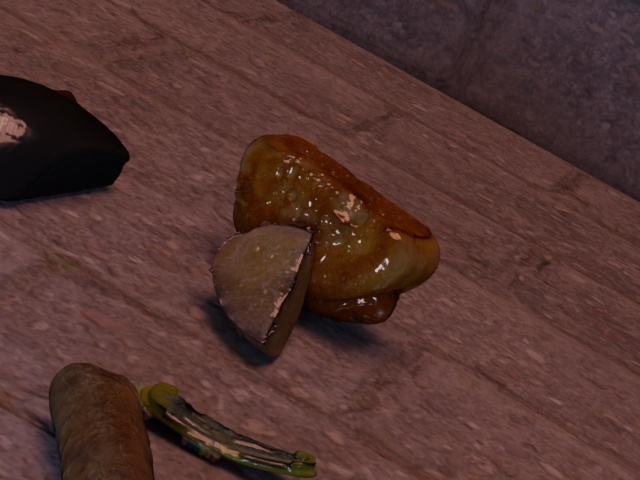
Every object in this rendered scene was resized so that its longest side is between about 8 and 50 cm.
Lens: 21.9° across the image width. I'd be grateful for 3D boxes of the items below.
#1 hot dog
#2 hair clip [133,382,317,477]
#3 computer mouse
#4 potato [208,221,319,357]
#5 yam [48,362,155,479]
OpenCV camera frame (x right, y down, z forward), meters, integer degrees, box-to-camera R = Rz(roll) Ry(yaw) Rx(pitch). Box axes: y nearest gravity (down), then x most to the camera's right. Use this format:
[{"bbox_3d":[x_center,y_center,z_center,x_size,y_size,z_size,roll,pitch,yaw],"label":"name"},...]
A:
[{"bbox_3d":[0.000,0.000,1.876,0.256,0.153,0.150,37,16,23],"label":"hot dog"},{"bbox_3d":[-0.090,0.172,1.470,0.188,0.033,0.060,25,16,2],"label":"hair clip"},{"bbox_3d":[-0.334,-0.126,1.844,0.170,0.100,0.269,35,20,17],"label":"computer mouse"},{"bbox_3d":[-0.068,0.066,1.753,0.100,0.089,0.172,10,48,11],"label":"potato"},{"bbox_3d":[-0.153,0.204,1.235,0.081,0.081,0.357,19,21,-22],"label":"yam"}]
